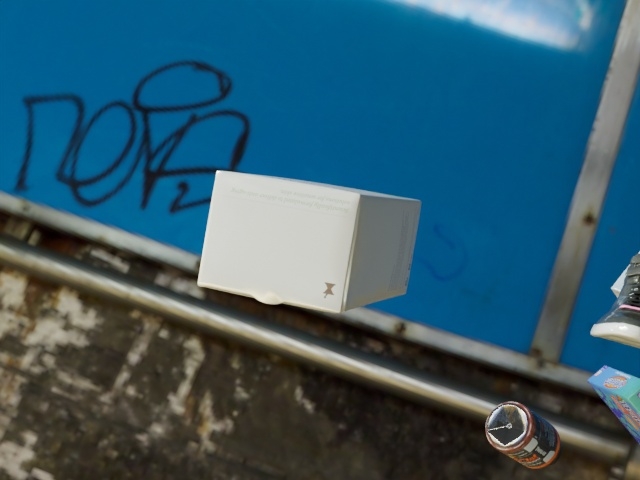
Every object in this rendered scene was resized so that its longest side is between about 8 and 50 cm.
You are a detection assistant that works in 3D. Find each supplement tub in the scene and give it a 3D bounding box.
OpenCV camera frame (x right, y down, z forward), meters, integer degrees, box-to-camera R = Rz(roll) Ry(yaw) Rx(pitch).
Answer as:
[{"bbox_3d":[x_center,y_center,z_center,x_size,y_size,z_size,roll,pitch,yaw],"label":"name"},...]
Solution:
[{"bbox_3d":[0.424,0.405,2.199,0.106,0.106,0.198,6,-20,40],"label":"supplement tub"}]

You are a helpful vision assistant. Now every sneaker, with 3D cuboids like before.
[{"bbox_3d":[0.482,0.087,1.616,0.105,0.146,0.296,17,3,21],"label":"sneaker"}]

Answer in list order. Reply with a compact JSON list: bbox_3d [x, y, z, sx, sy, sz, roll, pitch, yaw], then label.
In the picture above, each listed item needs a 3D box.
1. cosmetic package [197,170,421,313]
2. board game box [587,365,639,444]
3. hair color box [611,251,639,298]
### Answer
[{"bbox_3d":[0.000,0.000,1.452,0.197,0.155,0.365,11,3,15],"label":"cosmetic package"},{"bbox_3d":[0.536,0.291,1.772,0.160,0.047,0.210,50,-3,-2],"label":"board game box"},{"bbox_3d":[0.683,0.153,1.770,0.374,0.113,0.185,27,-19,48],"label":"hair color box"}]
